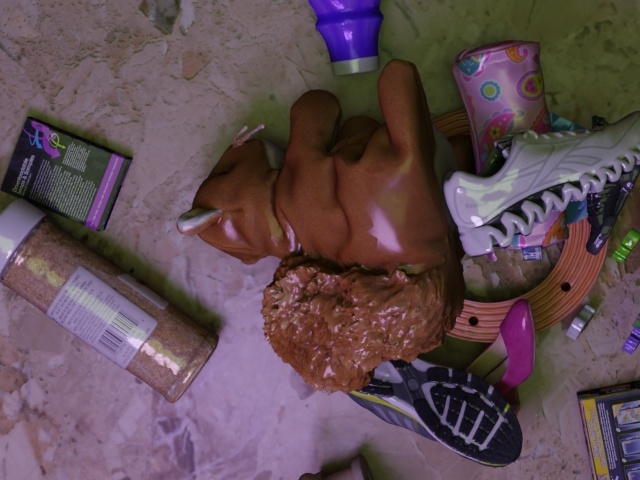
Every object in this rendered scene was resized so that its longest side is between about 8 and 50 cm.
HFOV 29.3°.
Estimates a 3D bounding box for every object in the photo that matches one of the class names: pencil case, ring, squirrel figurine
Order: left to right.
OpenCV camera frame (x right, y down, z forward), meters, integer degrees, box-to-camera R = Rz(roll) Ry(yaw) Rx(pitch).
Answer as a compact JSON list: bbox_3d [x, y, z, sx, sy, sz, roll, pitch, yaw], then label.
[{"bbox_3d":[0.000,0.000,1.607,0.371,0.281,0.396,-8,76,23],"label":"squirrel figurine"},{"bbox_3d":[0.238,-0.021,1.732,0.337,0.032,0.336,1,98,11],"label":"ring"},{"bbox_3d":[0.251,-0.119,1.610,0.124,0.124,0.284,-10,97,4],"label":"pencil case"}]

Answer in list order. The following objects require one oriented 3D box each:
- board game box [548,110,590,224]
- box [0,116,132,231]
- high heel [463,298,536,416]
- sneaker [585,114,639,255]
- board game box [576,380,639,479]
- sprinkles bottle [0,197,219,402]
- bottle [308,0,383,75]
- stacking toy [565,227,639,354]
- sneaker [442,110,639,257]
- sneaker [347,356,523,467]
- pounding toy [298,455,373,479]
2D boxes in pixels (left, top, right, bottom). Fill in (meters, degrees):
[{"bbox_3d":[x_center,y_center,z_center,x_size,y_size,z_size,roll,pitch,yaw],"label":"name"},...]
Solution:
[{"bbox_3d":[0.317,-0.103,1.675,0.169,0.033,0.133,27,106,11],"label":"board game box"},{"bbox_3d":[-0.367,-0.096,1.767,0.162,0.029,0.116,23,99,-2],"label":"box"},{"bbox_3d":[0.230,0.170,1.712,0.117,0.082,0.244,1,139,-3],"label":"high heel"},{"bbox_3d":[0.366,-0.073,1.624,0.089,0.051,0.170,26,101,11],"label":"sneaker"},{"bbox_3d":[0.458,0.292,1.778,0.141,0.048,0.170,-11,98,6],"label":"board game box"},{"bbox_3d":[-0.320,0.087,1.747,0.355,0.121,0.121,36,99,-3],"label":"sprinkles bottle"},{"bbox_3d":[0.030,-0.369,1.671,0.118,0.092,0.282,-8,99,5],"label":"bottle"},{"bbox_3d":[0.452,0.100,1.675,0.167,0.052,0.221,34,134,16],"label":"stacking toy"},{"bbox_3d":[0.284,-0.095,1.508,0.292,0.110,0.118,-30,92,-11],"label":"sneaker"},{"bbox_3d":[0.149,0.227,1.721,0.300,0.121,0.111,29,72,20],"label":"sneaker"},{"bbox_3d":[0.022,0.420,1.779,0.155,0.154,0.269,-23,116,6],"label":"pounding toy"}]
